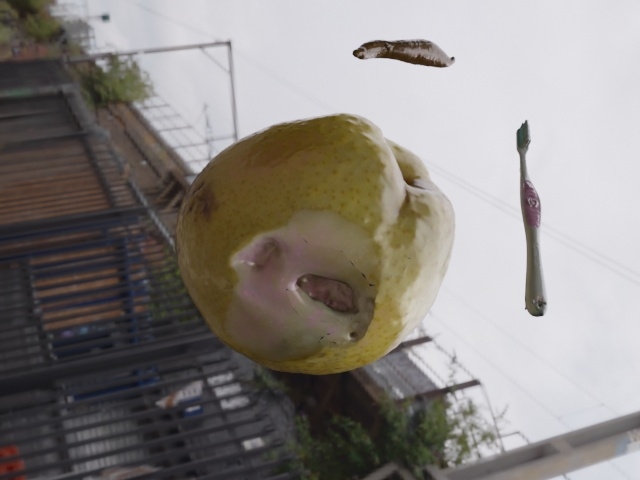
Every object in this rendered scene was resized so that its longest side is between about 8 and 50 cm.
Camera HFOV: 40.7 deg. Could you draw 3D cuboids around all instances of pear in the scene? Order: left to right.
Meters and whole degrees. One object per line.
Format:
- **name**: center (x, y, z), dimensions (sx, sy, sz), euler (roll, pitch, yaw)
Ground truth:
- **pear**: center (0.000, 0.000, 0.555), dimensions (0.178, 0.178, 0.178), euler (170, -90, -70)

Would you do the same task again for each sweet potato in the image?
- **sweet potato**: center (0.074, -0.170, 0.774), dimensions (0.026, 0.115, 0.026), euler (7, -82, 60)

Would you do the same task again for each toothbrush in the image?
- **toothbrush**: center (0.172, -0.022, 0.707), dimensions (0.022, 0.017, 0.204), euler (98, -1, -52)
